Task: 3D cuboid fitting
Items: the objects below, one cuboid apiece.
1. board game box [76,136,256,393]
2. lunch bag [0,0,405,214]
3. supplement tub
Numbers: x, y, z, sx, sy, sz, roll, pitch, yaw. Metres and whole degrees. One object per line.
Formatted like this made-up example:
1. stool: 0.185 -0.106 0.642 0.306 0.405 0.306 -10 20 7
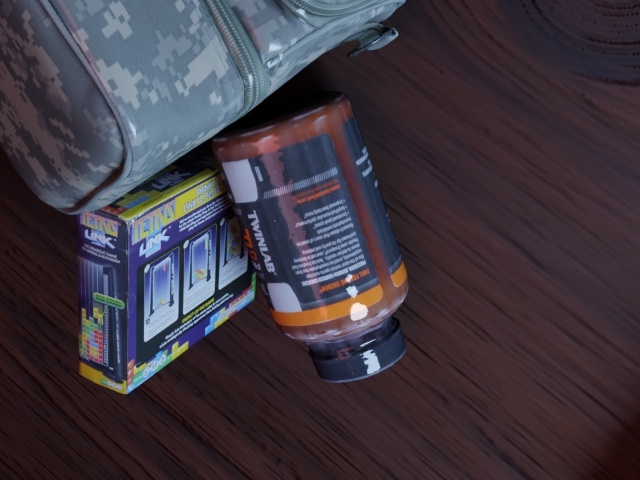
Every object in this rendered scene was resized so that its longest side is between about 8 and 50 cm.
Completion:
1. board game box: -0.109 0.012 0.759 0.048 0.170 0.141 17 118 24
2. lunch bag: -0.113 -0.206 0.619 0.305 0.256 0.212 58 152 -6
3. supplement tub: 0.000 0.000 0.731 0.106 0.106 0.198 -10 106 33
